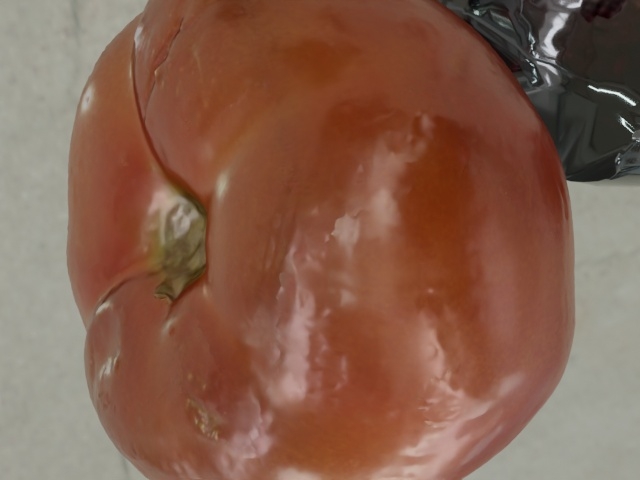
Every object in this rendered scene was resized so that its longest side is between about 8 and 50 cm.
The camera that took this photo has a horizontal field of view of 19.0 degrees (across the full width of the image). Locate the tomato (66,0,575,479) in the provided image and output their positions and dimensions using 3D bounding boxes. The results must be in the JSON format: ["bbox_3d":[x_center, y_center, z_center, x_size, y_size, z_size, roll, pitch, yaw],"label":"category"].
[{"bbox_3d":[0.000,-0.004,0.811,0.180,0.260,0.260,-3,143,-36],"label":"tomato"}]

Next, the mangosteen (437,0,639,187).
[{"bbox_3d":[0.222,-0.225,1.371,0.381,0.381,0.421,-19,158,-1],"label":"mangosteen"}]
